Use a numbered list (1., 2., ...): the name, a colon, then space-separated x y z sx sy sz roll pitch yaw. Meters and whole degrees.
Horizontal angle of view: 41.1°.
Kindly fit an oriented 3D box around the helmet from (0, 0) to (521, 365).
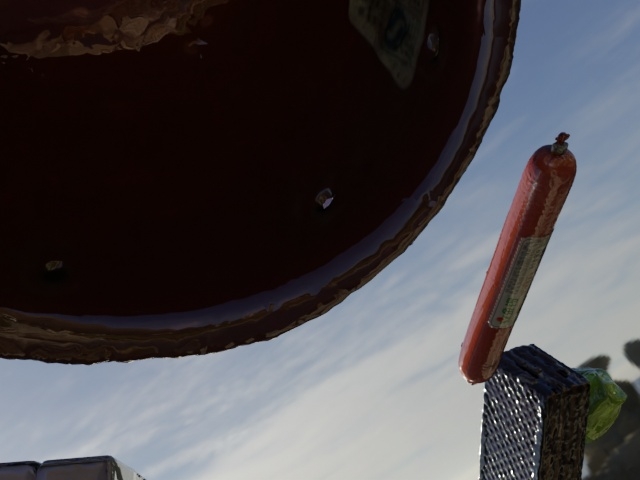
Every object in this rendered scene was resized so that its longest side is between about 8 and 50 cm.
1. helmet: -0.121 -0.130 0.394 0.385 0.230 0.337 -18 -51 11

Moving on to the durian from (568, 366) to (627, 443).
1. durian: 0.462 0.304 1.563 0.250 0.101 0.139 129 158 -63

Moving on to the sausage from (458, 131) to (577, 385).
1. sausage: 0.128 0.025 0.580 0.034 0.034 0.253 -26 -35 -25

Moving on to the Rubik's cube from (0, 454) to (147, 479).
1. Rubik's cube: -0.298 0.348 0.862 0.225 0.221 0.231 -4 -22 -3

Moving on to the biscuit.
1. biscuit: 0.242 0.249 0.983 0.070 0.106 0.252 -13 -64 -24

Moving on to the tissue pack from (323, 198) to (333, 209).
1. tissue pack: 0.000 0.000 1.337 0.246 0.148 0.092 -29 -2 37
